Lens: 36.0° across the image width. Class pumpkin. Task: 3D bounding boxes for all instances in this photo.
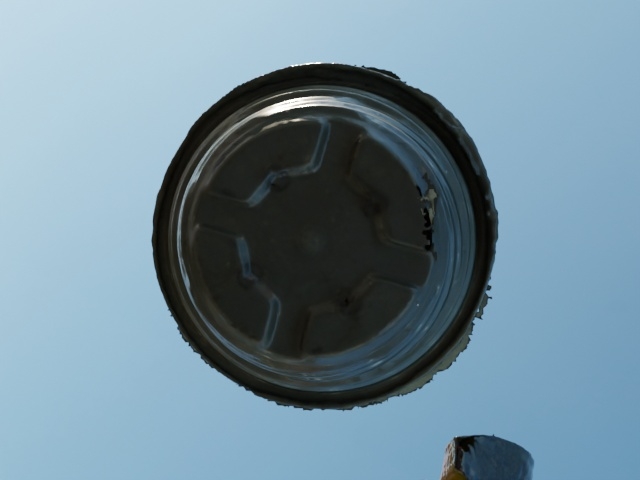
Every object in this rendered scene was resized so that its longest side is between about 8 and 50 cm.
[{"bbox_3d":[0.149,0.308,1.029,0.254,0.149,0.130,123,-29,-51],"label":"pumpkin"}]

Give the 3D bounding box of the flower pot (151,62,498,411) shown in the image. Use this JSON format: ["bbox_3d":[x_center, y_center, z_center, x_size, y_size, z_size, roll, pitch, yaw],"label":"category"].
[{"bbox_3d":[0.000,0.000,0.596,0.140,0.235,0.235,-42,145,-87],"label":"flower pot"}]
